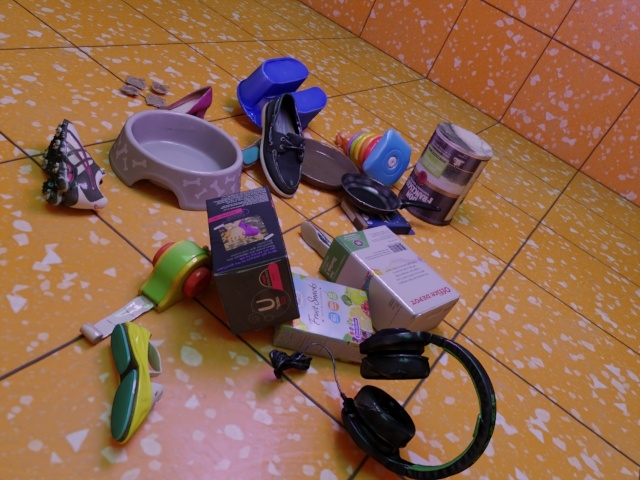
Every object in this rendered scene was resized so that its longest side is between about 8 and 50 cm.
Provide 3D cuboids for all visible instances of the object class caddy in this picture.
[{"bbox_3d":[-0.139,-0.486,1.940,0.241,0.179,0.341,54,35,1],"label":"caddy"}]

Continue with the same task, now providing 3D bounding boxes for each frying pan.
[{"bbox_3d":[0.198,-0.139,1.730,0.326,0.053,0.197,1,39,-37],"label":"frying pan"}]

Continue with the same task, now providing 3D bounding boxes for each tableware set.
[{"bbox_3d":[-0.549,-0.472,1.770,0.141,0.020,0.168,15,34,-17],"label":"tableware set"}]

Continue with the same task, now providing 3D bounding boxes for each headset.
[{"bbox_3d":[0.102,0.264,0.995,0.394,0.243,0.185,12,-7,34],"label":"headset"}]

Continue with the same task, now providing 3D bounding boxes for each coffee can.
[{"bbox_3d":[0.406,-0.216,1.842,0.201,0.275,0.201,19,33,-12],"label":"coffee can"}]

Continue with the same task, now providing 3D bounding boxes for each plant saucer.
[{"bbox_3d":[-0.005,-0.243,1.811,0.278,0.041,0.278,19,33,-13],"label":"plant saucer"}]

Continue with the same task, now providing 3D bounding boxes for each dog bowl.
[{"bbox_3d":[-0.363,-0.223,1.471,0.349,0.102,0.349,19,32,-12],"label":"dog bowl"}]

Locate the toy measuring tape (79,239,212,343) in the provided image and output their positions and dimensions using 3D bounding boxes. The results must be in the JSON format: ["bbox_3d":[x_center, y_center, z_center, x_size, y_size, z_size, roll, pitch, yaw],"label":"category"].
[{"bbox_3d":[-0.307,0.077,1.073,0.121,0.121,0.330,36,33,14],"label":"toy measuring tape"}]

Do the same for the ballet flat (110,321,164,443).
[{"bbox_3d":[-0.294,0.225,0.915,0.077,0.077,0.231,24,26,-36],"label":"ballet flat"}]

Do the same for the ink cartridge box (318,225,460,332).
[{"bbox_3d":[0.167,0.102,1.368,0.201,0.117,0.278,-13,49,-45],"label":"ink cartridge box"}]

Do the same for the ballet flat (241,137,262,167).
[{"bbox_3d":[-0.195,-0.260,1.674,0.206,0.067,0.073,-28,103,-52],"label":"ballet flat"}]

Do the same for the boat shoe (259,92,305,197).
[{"bbox_3d":[-0.097,-0.291,1.647,0.127,0.113,0.340,20,52,-34],"label":"boat shoe"}]

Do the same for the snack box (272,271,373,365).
[{"bbox_3d":[0.004,0.165,1.209,0.207,0.070,0.174,14,35,-15],"label":"snack box"}]

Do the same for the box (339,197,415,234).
[{"bbox_3d":[0.182,-0.073,1.707,0.225,0.036,0.136,1,40,-36],"label":"box"}]

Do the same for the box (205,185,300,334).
[{"bbox_3d":[-0.141,0.032,1.152,0.143,0.165,0.270,-13,38,-5],"label":"box"}]

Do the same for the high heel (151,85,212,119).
[{"bbox_3d":[-0.420,-0.401,1.667,0.082,0.117,0.244,42,35,23],"label":"high heel"}]

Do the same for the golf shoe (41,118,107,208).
[{"bbox_3d":[-0.558,-0.165,1.275,0.120,0.105,0.273,20,35,-40],"label":"golf shoe"}]

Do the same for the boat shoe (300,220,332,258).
[{"bbox_3d":[0.000,0.000,1.461,0.043,0.049,0.137,-12,51,-49],"label":"boat shoe"}]

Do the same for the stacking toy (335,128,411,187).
[{"bbox_3d":[0.151,-0.315,1.949,0.302,0.175,0.166,34,0,45],"label":"stacking toy"}]
